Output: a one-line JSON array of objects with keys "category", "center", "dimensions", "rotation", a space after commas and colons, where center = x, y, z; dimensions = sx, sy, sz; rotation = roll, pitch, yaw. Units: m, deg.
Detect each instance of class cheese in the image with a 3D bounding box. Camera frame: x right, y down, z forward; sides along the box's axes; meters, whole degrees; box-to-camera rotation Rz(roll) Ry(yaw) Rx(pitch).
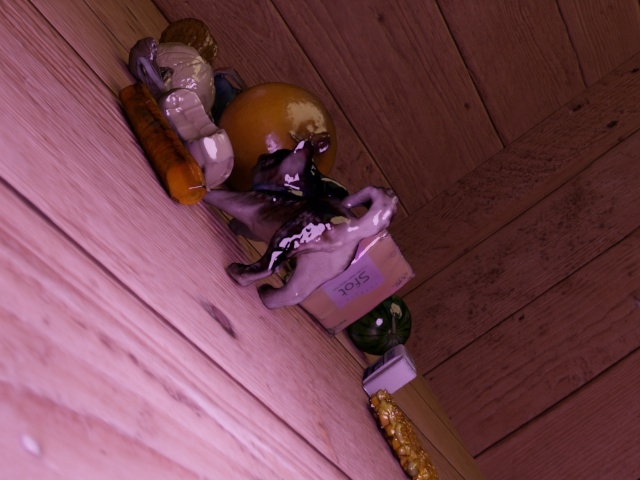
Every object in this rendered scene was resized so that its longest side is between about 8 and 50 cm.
[{"category": "cheese", "center": [-0.260, -0.222, 1.187], "dimensions": [0.286, 0.082, 0.163], "rotation": [55, -28, 12]}]

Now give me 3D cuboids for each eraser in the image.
[{"category": "eraser", "center": [0.169, 0.324, 1.602], "dimensions": [0.068, 0.124, 0.210], "rotation": [55, 5, 4]}]

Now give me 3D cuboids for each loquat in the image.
[{"category": "loquat", "center": [-0.131, -0.240, 1.684], "dimensions": [0.359, 0.328, 0.328], "rotation": [10, -28, 39]}]

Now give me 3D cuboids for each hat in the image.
[{"category": "hat", "center": [-0.372, -0.348, 1.423], "dimensions": [0.147, 0.084, 0.175], "rotation": [75, 5, -70]}]

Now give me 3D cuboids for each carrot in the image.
[{"category": "carrot", "center": [-0.264, -0.165, 1.088], "dimensions": [0.260, 0.070, 0.070], "rotation": [56, 4, 28]}]

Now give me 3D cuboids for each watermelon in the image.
[{"category": "watermelon", "center": [0.171, 0.236, 1.854], "dimensions": [0.188, 0.188, 0.214], "rotation": [52, -9, -24]}]

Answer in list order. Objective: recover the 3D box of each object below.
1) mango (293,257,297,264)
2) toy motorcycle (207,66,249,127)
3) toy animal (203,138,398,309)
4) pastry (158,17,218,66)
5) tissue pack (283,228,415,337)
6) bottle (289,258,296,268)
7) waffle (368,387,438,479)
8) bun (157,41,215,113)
[{"category": "mango", "center": [-0.001, 0.001, 1.640], "dimensions": [0.109, 0.157, 0.262], "rotation": [-156, -128, -79]}, {"category": "toy motorcycle", "center": [-0.288, -0.368, 2.000], "dimensions": [0.182, 0.241, 0.319], "rotation": [120, -39, -47]}, {"category": "toy animal", "center": [-0.037, -0.061, 1.199], "dimensions": [0.194, 0.302, 0.344], "rotation": [54, 4, -46]}, {"category": "pastry", "center": [-0.431, -0.632, 2.141], "dimensions": [0.189, 0.188, 0.103], "rotation": [56, -2, 25]}, {"category": "tissue pack", "center": [0.068, 0.080, 1.522], "dimensions": [0.123, 0.256, 0.215], "rotation": [54, 3, 41]}, {"category": "bottle", "center": [-0.031, 0.090, 1.723], "dimensions": [0.140, 0.053, 0.053], "rotation": [57, 5, 28]}, {"category": "waffle", "center": [0.189, 0.435, 1.402], "dimensions": [0.243, 0.058, 0.238], "rotation": [52, 5, -44]}, {"category": "bun", "center": [-0.358, -0.444, 1.769], "dimensions": [0.220, 0.134, 0.220], "rotation": [53, 5, -7]}]
